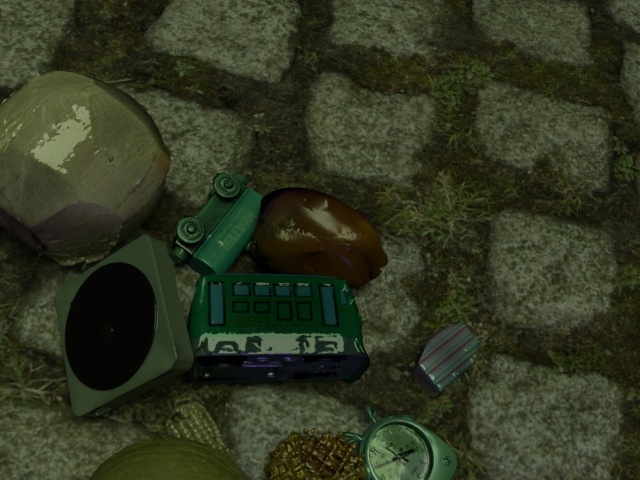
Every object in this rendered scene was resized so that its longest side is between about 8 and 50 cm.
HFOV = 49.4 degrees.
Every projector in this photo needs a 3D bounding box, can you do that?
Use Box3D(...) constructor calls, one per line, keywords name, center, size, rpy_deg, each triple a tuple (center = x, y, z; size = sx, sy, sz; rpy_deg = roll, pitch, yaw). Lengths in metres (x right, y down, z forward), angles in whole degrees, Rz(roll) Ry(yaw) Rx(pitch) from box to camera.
Box3D(name="projector", center=(-0.359, 0.157, 1.265), size=(0.257, 0.079, 0.259), rpy_deg=(-29, 65, 22))

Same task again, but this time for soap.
Box3D(name="soap", center=(0.260, 0.240, 1.445), size=(0.149, 0.056, 0.100), rpy_deg=(-33, 76, -25))

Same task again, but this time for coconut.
Box3D(name="coconut", center=(-0.462, -0.152, 1.328), size=(0.346, 0.346, 0.360), rpy_deg=(34, 68, 6))

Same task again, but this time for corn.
Box3D(name="corn", center=(-0.201, 0.385, 1.244), size=(0.087, 0.087, 0.211), rpy_deg=(-29, 71, -25))

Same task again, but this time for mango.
Box3D(name="mango", center=(0.000, 0.000, 1.442), size=(0.287, 0.201, 0.152), rpy_deg=(24, 39, -12))

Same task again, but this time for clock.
Box3D(name="clock", center=(0.144, 0.409, 1.322), size=(0.211, 0.066, 0.159), rpy_deg=(42, 61, 11))

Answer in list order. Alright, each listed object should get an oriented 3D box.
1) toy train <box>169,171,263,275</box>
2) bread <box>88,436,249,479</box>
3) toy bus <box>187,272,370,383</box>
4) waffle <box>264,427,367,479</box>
Box3D(name="toy train", center=(-0.205, -0.029, 1.466), size=(0.159, 0.101, 0.248), rpy_deg=(37, 61, -7))
Box3D(name="bread", center=(-0.242, 0.473, 1.093), size=(0.321, 0.237, 0.320), rpy_deg=(1, 96, 9))
Box3D(name="toy bus", center=(-0.089, 0.167, 1.333), size=(0.344, 0.183, 0.199), rpy_deg=(3, 60, -13))
Box3D(name="waffle", center=(-0.012, 0.436, 1.244), size=(0.193, 0.070, 0.197), rpy_deg=(-3, 68, 5))
